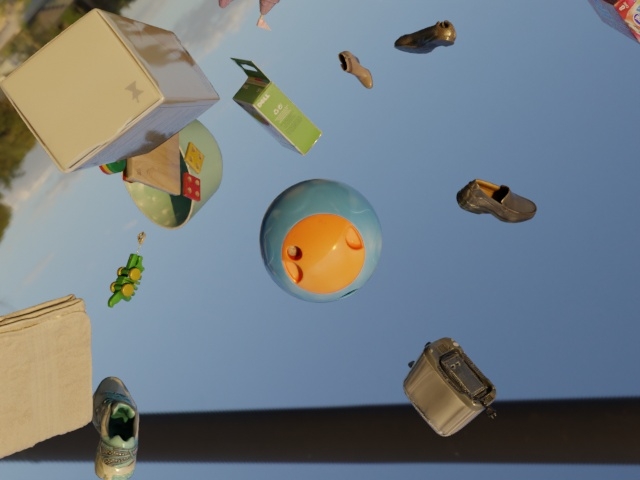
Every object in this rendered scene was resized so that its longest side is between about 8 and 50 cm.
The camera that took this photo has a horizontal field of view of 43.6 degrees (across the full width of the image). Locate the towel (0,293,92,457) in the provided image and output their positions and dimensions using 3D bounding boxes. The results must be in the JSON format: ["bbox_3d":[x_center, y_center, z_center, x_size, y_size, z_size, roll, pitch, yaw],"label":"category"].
[{"bbox_3d":[-0.461,0.221,1.286,0.049,0.187,0.282,39,-48,39],"label":"towel"}]

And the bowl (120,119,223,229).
[{"bbox_3d":[-0.369,-0.199,2.062,0.163,0.311,0.311,-28,-176,-42],"label":"bowl"}]

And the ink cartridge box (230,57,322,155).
[{"bbox_3d":[-0.103,-0.262,1.566,0.062,0.209,0.109,-51,-148,-5],"label":"ink cartridge box"}]

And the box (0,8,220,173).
[{"bbox_3d":[-0.240,-0.181,0.985,0.148,0.121,0.311,-34,-174,8],"label":"box"}]

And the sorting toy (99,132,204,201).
[{"bbox_3d":[-0.312,-0.155,1.469,0.046,0.274,0.132,-11,-106,27],"label":"sorting toy"}]

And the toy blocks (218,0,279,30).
[{"bbox_3d":[-0.192,-0.631,1.749,0.309,0.288,0.260,-90,-155,-62],"label":"toy blocks"}]

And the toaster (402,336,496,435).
[{"bbox_3d":[0.299,0.349,1.858,0.129,0.227,0.146,-18,150,-47],"label":"toaster"}]

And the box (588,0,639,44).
[{"bbox_3d":[0.736,-0.583,1.916,0.122,0.128,0.257,-39,-156,16],"label":"box"}]

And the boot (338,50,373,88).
[{"bbox_3d":[0.093,-0.473,2.217,0.042,0.118,0.087,-37,166,32],"label":"boot"}]

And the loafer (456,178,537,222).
[{"bbox_3d":[0.347,-0.077,1.530,0.061,0.170,0.062,123,-32,-48],"label":"loafer"}]

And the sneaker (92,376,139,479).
[{"bbox_3d":[-0.440,0.388,1.764,0.283,0.110,0.122,-118,-138,-52],"label":"sneaker"}]

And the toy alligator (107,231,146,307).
[{"bbox_3d":[-0.428,0.074,1.831,0.056,0.051,0.190,5,-115,41],"label":"toy alligator"}]

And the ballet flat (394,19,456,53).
[{"bbox_3d":[0.267,-0.518,2.036,0.250,0.084,0.058,-168,-95,-67],"label":"ballet flat"}]

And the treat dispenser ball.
[{"bbox_3d":[0.000,0.000,1.847,0.288,0.288,0.288,-39,-155,22],"label":"treat dispenser ball"}]
